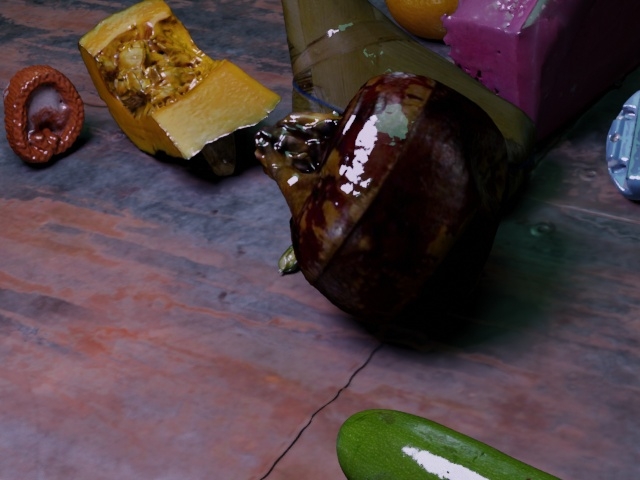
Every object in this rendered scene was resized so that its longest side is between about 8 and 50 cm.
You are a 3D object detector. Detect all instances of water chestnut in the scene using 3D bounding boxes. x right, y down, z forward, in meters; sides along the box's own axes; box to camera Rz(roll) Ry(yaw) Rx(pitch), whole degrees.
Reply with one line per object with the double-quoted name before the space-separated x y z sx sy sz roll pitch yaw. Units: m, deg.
"water chestnut" 0.053 -0.046 1.288 0.238 0.223 0.223 27 40 -1

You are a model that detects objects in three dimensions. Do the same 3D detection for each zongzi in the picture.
"zongzi" 0.080 -0.183 1.424 0.260 0.289 0.123 7 26 28

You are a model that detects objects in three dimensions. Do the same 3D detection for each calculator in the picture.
"calculator" 0.371 -0.091 1.368 0.210 0.039 0.121 2 66 27

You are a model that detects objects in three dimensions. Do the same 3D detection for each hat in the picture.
"hat" -0.341 -0.156 1.710 0.094 0.112 0.162 1 13 -32

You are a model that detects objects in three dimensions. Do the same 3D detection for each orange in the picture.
"orange" 0.149 -0.314 1.727 0.159 0.136 0.159 -11 35 8

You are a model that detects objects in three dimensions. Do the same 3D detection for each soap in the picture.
"soap" 0.268 -0.259 1.545 0.127 0.220 0.325 25 47 31

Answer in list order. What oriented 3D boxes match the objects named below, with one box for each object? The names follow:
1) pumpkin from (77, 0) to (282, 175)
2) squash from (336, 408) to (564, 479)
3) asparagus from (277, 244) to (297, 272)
"pumpkin" -0.149 -0.153 1.615 0.131 0.126 0.248 -32 55 -17
"squash" 0.119 0.190 1.050 0.292 0.082 0.082 21 46 39
"asparagus" 0.000 0.000 1.419 0.108 0.021 0.025 -34 40 -28
